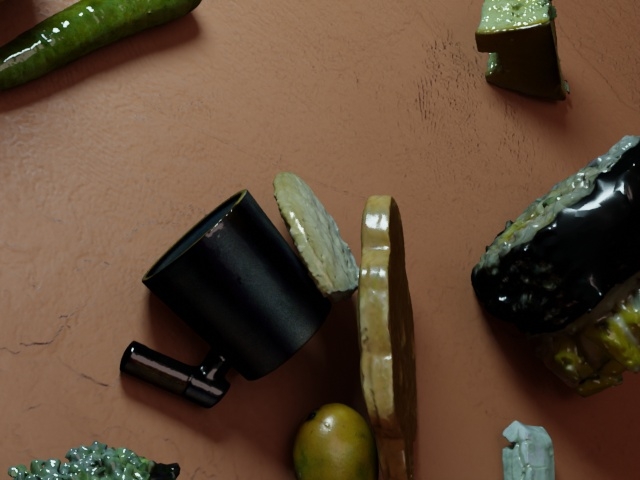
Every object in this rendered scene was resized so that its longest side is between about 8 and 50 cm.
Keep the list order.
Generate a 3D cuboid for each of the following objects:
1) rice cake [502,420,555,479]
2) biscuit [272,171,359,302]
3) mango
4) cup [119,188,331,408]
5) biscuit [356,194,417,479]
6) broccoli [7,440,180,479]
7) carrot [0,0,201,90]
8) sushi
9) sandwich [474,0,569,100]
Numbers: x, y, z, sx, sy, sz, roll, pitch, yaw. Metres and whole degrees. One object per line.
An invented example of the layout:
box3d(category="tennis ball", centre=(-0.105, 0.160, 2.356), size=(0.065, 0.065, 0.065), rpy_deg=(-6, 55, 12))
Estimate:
box3d(category="rice cake", centre=(0.289, 0.413, 1.335), size=(0.066, 0.063, 0.336), rpy_deg=(15, 62, -34))
box3d(category="biscuit", centre=(0.000, 0.000, 1.262), size=(0.188, 0.040, 0.265), rpy_deg=(52, 11, -32))
box3d(category="mango", centre=(0.021, 0.281, 1.211), size=(0.111, 0.089, 0.163), rpy_deg=(6, 74, -34))
box3d(category="cup", centre=(-0.123, 0.080, 1.200), size=(0.177, 0.239, 0.166), rpy_deg=(49, 12, -12))
box3d(category="biscuit", centre=(0.083, 0.128, 1.241), size=(0.051, 0.269, 0.376), rpy_deg=(-5, 76, 12))
box3d(category="broccoli", centre=(-0.234, 0.372, 0.926), size=(0.348, 0.293, 0.281), rpy_deg=(-30, 125, -26))
box3d(category="carrot", centre=(-0.295, -0.272, 1.265), size=(0.358, 0.074, 0.074), rpy_deg=(-35, 91, -33))
box3d(category="sushi", centre=(0.417, 0.041, 1.412), size=(0.285, 0.329, 0.328), rpy_deg=(50, 49, 3))
box3d(category="sandwich", centre=(0.338, -0.319, 1.636), size=(0.235, 0.128, 0.122), rpy_deg=(58, 37, -56))
